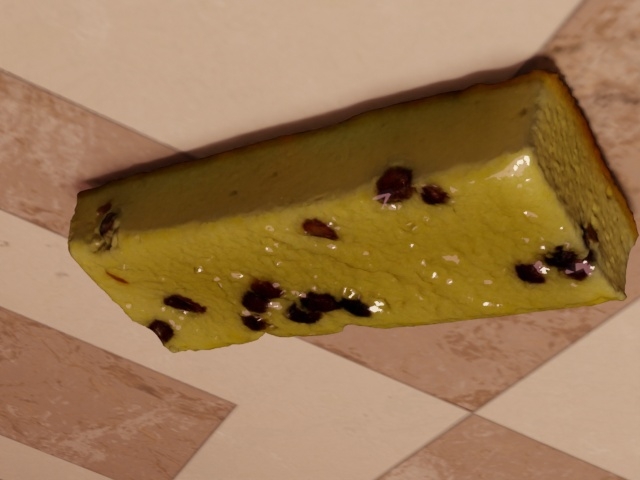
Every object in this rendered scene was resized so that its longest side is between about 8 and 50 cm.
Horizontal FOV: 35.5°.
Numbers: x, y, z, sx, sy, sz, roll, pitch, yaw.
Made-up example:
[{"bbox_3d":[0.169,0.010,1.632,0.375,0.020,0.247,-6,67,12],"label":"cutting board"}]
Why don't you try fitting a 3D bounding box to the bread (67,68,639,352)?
[{"bbox_3d":[0.000,0.000,0.636,0.362,0.077,0.138,-11,135,35],"label":"bread"}]
